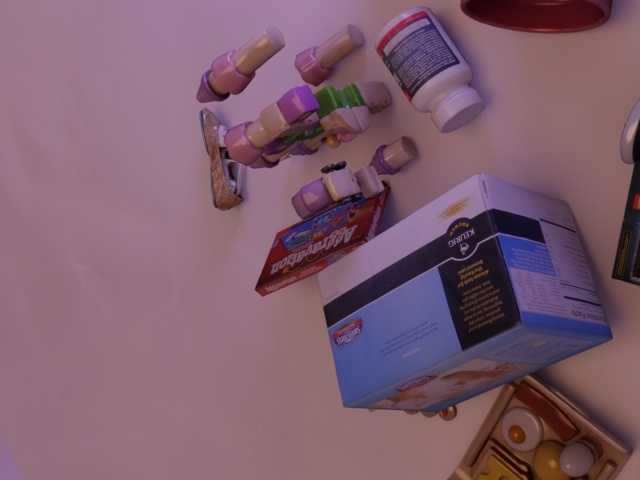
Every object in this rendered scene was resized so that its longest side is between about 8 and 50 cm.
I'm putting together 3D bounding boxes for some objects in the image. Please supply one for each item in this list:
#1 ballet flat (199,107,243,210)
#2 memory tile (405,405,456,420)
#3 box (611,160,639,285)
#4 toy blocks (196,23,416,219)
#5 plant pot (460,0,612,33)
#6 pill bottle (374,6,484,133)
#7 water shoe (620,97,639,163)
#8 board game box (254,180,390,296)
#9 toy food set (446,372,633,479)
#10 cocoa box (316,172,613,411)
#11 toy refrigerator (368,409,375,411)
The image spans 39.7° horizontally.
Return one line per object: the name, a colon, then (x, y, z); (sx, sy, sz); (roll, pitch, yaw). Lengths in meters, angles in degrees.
ballet flat: (-0.189, -0.164, 1.752); (0.067, 0.073, 0.206); (-8, 98, 14)
memory tile: (0.184, 0.237, 1.543); (0.113, 0.012, 0.148); (4, 102, 40)
box: (0.496, -0.039, 1.192); (0.159, 0.044, 0.233); (19, 112, 36)
toy blocks: (-0.042, -0.165, 1.472); (0.260, 0.288, 0.309); (-31, 82, 37)
plant pot: (0.299, -0.394, 1.200); (0.201, 0.201, 0.180); (7, 88, 40)
pill bottle: (0.172, -0.261, 1.379); (0.108, 0.108, 0.180); (-42, 71, 38)
water shoe: (0.461, -0.178, 1.130); (0.080, 0.073, 0.203); (35, 94, 30)
board game box: (0.000, 0.000, 1.574); (0.027, 0.145, 0.281); (40, 136, -25)
toy food set: (0.323, 0.364, 1.398); (0.219, 0.092, 0.306); (38, 121, 28)
cocoa box: (0.201, 0.096, 1.315); (0.347, 0.231, 0.228); (-33, 58, 39)
toy refrigerator: (0.094, 0.148, 1.534); (0.102, 0.094, 0.270); (-29, 76, 41)
